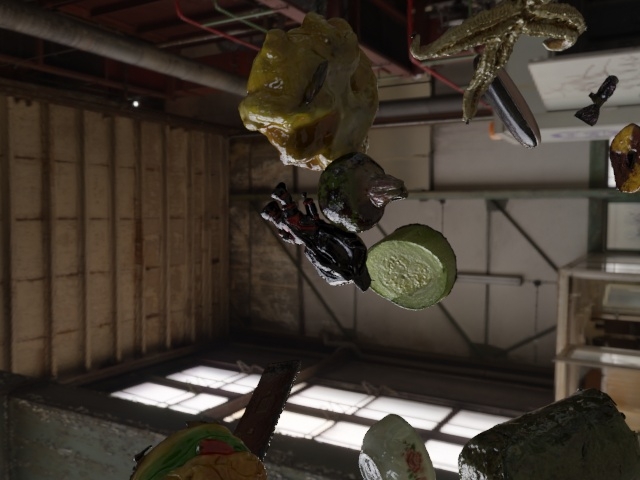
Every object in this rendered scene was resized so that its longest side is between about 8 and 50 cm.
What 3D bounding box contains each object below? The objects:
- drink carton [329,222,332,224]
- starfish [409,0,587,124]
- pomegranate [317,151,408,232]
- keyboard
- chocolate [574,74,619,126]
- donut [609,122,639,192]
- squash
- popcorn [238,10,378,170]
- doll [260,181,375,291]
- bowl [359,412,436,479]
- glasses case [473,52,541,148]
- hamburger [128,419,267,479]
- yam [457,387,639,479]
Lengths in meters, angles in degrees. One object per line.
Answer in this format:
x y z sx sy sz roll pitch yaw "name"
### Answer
0.057 -0.012 2.231 0.084 0.074 0.200 50 -147 -24 "drink carton"
0.392 -0.424 1.292 0.082 0.432 0.324 56 177 27 "starfish"
0.076 -0.079 1.020 0.125 0.163 0.138 44 -124 -65 "pomegranate"
-0.125 0.374 1.323 0.317 0.106 0.027 -63 -44 -59 "keyboard"
0.774 -0.396 1.666 0.072 0.070 0.147 -112 43 -66 "chocolate"
0.638 -0.164 1.197 0.140 0.059 0.140 178 90 -85 "donut"
0.220 0.076 1.451 0.133 0.220 0.220 -33 -61 -57 "squash"
-0.031 -0.280 1.174 0.297 0.281 0.315 -28 -46 -33 "popcorn"
0.002 -0.003 1.099 0.088 0.249 0.127 -47 -11 -16 "doll"
0.211 0.679 1.803 0.145 0.277 0.277 -16 -72 -28 "bowl"
0.538 -0.402 1.723 0.314 0.075 0.122 58 -172 1 "glasses case"
-0.183 0.421 0.951 0.237 0.149 0.237 -13 -67 -32 "hamburger"
0.396 0.389 1.027 0.300 0.195 0.195 -17 -69 -19 "yam"
